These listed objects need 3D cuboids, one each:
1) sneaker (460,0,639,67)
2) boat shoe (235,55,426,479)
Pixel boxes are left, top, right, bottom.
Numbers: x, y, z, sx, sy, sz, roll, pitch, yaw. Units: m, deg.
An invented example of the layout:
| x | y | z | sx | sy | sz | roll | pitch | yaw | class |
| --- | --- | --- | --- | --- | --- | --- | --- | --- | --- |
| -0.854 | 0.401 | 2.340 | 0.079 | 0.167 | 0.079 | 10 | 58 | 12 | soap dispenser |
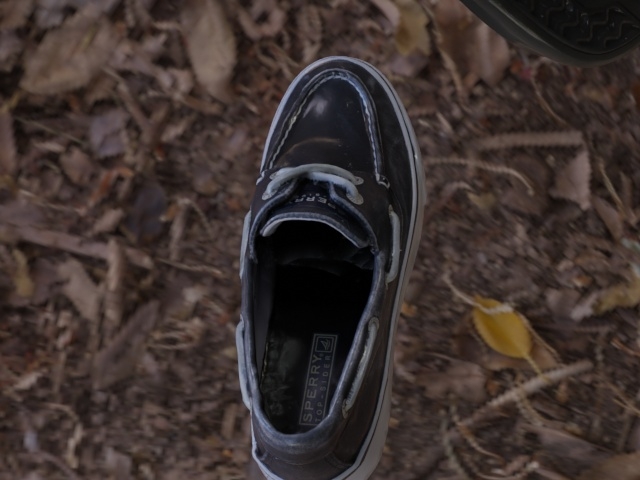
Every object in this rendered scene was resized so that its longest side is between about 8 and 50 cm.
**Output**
| x | y | z | sx | sy | sz | roll | pitch | yaw | class |
| --- | --- | --- | --- | --- | --- | --- | --- | --- | --- |
| 0.014 | -0.151 | 0.530 | 0.087 | 0.227 | 0.130 | -55 | 27 | 8 | sneaker |
| 0.000 | 0.000 | 0.928 | 0.108 | 0.102 | 0.301 | 2 | 61 | 12 | boat shoe |
